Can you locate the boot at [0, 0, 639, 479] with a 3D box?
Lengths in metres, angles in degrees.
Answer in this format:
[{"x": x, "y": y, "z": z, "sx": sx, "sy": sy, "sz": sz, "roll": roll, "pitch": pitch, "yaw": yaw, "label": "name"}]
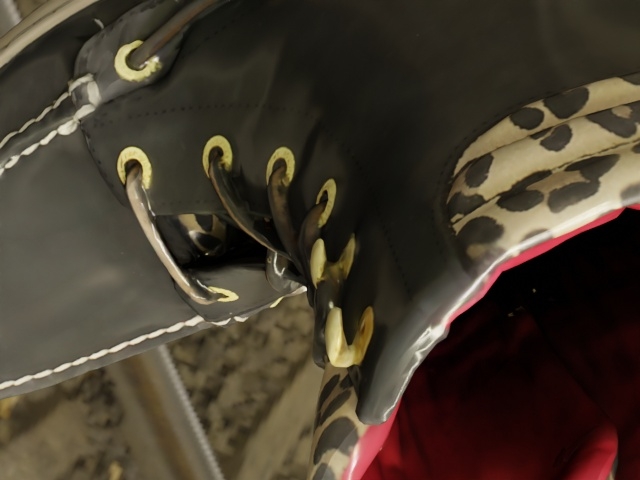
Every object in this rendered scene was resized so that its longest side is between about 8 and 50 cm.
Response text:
[{"x": 0.000, "y": 0.000, "z": 0.522, "sx": 0.377, "sy": 0.284, "sz": 0.138, "roll": -26, "pitch": 122, "yaw": 8, "label": "boot"}]
